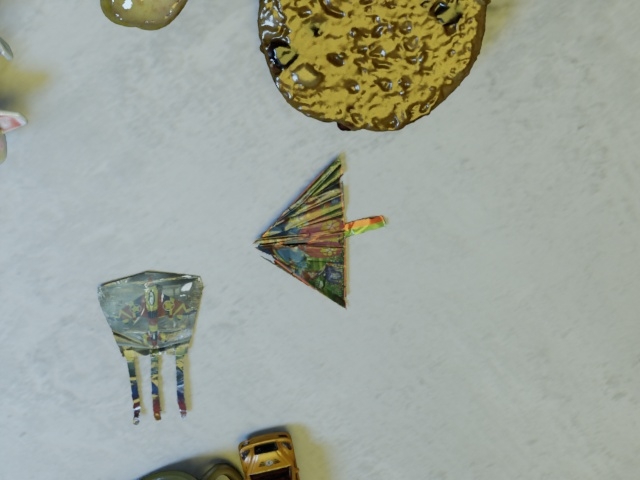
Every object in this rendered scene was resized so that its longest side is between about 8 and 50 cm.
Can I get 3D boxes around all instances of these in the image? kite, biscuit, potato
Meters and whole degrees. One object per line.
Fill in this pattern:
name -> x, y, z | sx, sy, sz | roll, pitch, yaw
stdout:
kite -> 0.000, 0.000, 1.498 | 0.183, 0.014, 0.241 | -13, 122, -8
kite -> -0.229, 0.150, 1.534 | 0.141, 0.015, 0.245 | -4, 117, -9
biscuit -> 0.062, -0.271, 1.317 | 0.296, 0.075, 0.295 | -3, 117, -5
potato -> -0.183, -0.313, 1.238 | 0.107, 0.080, 0.170 | 20, 111, -13

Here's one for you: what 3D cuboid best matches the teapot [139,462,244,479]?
teapot -> -0.200, 0.447, 1.624 | 0.267, 0.186, 0.175 | -48, 131, -25

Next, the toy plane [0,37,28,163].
toy plane -> -0.444, -0.165, 1.235 | 0.252, 0.118, 0.252 | -2, 134, -2

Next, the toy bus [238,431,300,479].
toy bus -> -0.066, 0.381, 1.661 | 0.083, 0.088, 0.194 | -12, 122, -4
